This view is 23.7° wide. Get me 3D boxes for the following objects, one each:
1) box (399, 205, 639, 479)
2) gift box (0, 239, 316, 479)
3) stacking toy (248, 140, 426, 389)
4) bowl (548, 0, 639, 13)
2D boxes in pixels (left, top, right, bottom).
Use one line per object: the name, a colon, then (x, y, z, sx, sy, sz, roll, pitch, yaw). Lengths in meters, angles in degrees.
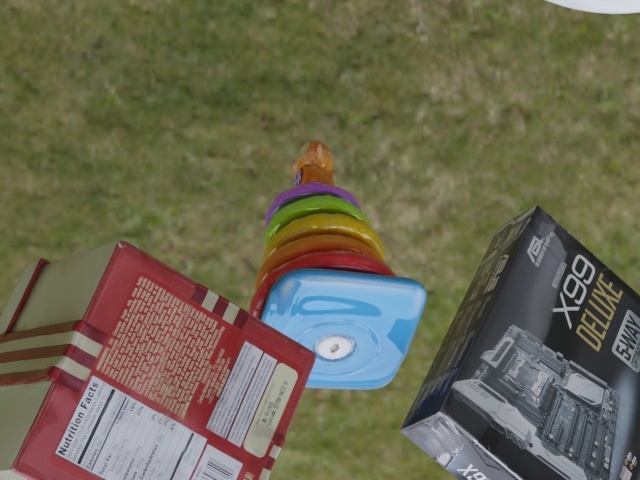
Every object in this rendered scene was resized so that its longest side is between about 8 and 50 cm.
box: (0.245, 0.150, 1.615, 0.242, 0.307, 0.076, 41, 141, -12)
gift box: (-0.177, 0.176, 1.384, 0.276, 0.255, 0.258, 38, 155, -23)
stacking toy: (0.000, 0.000, 1.627, 0.166, 0.302, 0.175, 6, 136, -14)
bowl: (0.233, -0.334, 1.168, 0.298, 0.297, 0.134, -2, 174, 2)
